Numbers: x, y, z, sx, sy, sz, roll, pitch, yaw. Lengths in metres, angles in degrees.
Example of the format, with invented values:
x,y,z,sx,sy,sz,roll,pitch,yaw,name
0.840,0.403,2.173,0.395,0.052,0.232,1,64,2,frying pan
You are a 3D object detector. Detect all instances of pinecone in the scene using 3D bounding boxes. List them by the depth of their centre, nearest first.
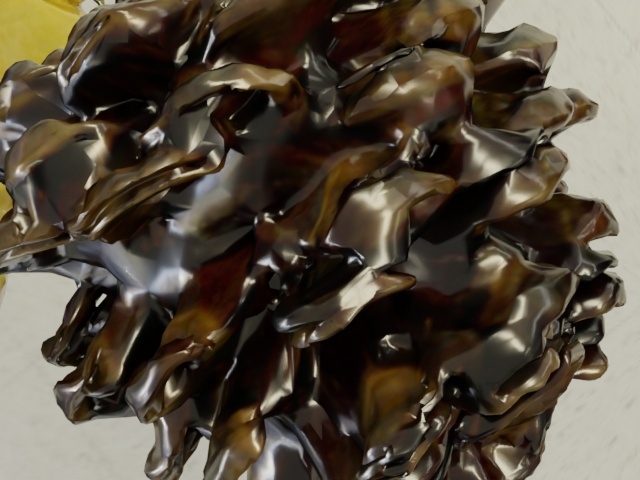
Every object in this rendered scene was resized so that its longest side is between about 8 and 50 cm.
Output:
x,y,z,sx,sy,sz,roll,pitch,yaw,name
-0.002,-0.006,0.693,0.243,0.243,0.257,-42,62,7,pinecone

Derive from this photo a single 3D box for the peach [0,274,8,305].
x,y,z,sx,sy,sz,roll,pitch,yaw,name
-0.480,0.009,1.850,0.388,0.388,0.388,0,88,11,peach

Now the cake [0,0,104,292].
x,y,z,sx,sy,sz,roll,pitch,yaw,name
-0.262,-0.104,0.971,0.227,0.222,0.286,22,92,45,cake
